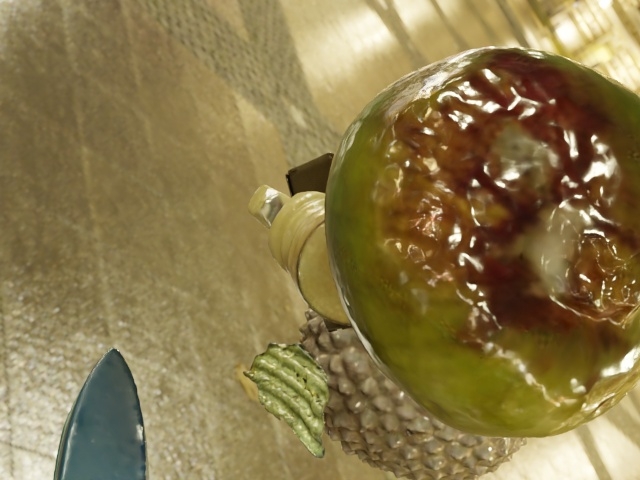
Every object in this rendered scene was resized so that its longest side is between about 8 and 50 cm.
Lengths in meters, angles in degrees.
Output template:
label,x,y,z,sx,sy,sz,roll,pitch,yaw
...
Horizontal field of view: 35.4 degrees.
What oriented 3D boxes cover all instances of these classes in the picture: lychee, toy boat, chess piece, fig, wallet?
label,x,y,z,sx,sy,sz,roll,pitch,yaw
lychee,0.158,0.178,1.534,0.432,0.380,0.380,14,41,-29
toy boat,-0.211,0.221,0.974,0.096,0.061,0.299,5,45,-12
chess piece,0.000,0.000,0.795,0.090,0.090,0.200,52,-6,-18
fig,0.084,-0.006,0.496,0.181,0.181,0.191,47,0,-32
wallet,0.019,0.002,1.150,0.031,0.110,0.198,-11,86,-38

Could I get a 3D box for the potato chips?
label,x,y,z,sx,sy,sz,roll,pitch,yaw
potato chips,-0.029,0.186,1.244,0.028,0.092,0.207,39,-1,-35
